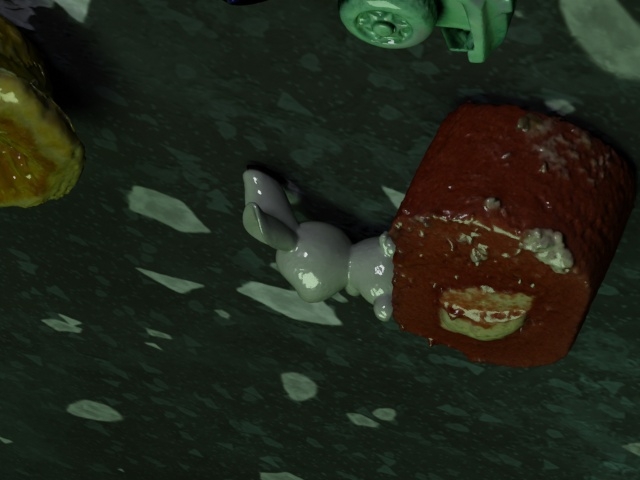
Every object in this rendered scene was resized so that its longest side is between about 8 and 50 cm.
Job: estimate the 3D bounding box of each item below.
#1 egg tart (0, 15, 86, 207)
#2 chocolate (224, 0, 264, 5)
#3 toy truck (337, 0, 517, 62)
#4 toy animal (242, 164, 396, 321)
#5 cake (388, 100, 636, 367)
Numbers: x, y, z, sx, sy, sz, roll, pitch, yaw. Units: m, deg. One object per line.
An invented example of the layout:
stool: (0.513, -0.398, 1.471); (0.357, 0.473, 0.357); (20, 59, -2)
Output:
egg tart: (-0.372, -0.153, 1.870); (0.341, 0.132, 0.341); (18, 155, 9)
chocolate: (-0.078, -0.303, 1.303); (0.126, 0.148, 0.343); (60, 178, 31)
toy truck: (0.084, -0.241, 1.249); (0.156, 0.155, 0.279); (7, 153, 16)
toy animal: (0.000, 0.000, 1.943); (0.181, 0.131, 0.127); (15, 124, 0)
cake: (0.167, 0.004, 1.695); (0.177, 0.151, 0.283); (21, 152, 13)
